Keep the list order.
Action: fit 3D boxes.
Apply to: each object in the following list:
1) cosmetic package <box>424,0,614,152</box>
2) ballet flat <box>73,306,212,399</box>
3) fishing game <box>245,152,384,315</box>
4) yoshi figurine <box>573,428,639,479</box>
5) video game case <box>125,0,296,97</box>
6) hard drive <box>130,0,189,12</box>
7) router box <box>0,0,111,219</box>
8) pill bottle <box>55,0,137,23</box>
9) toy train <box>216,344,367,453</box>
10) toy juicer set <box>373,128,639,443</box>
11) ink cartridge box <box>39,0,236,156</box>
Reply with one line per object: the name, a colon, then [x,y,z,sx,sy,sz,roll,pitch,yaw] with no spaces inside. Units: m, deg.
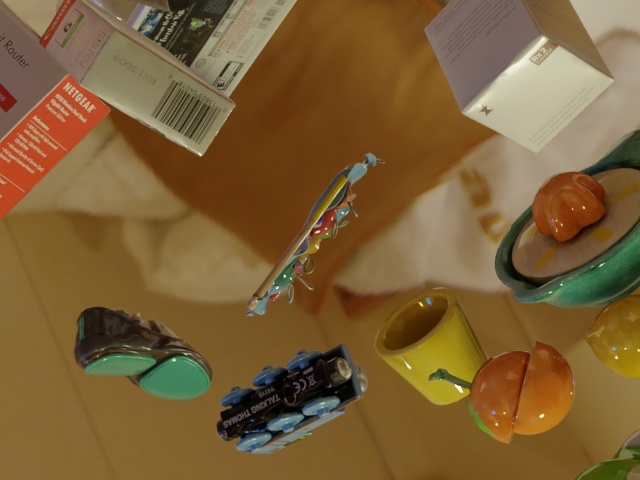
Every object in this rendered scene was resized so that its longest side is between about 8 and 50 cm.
cosmetic package: [0.260,-0.246,1.959,0.151,0.184,0.151,23,125,-36]
ballet flat: [-0.169,0.102,1.418,0.074,0.074,0.203,-31,155,17]
fishing game: [0.000,0.000,1.347,0.189,0.041,0.264,-53,177,-3]
yoshi figurine: [0.335,0.181,1.053,0.362,0.203,0.203,-7,144,-41]
video game case: [-0.135,-0.237,1.660,0.173,0.022,0.190,4,141,-37]
hard drive: [-0.154,-0.255,1.310,0.022,0.094,0.135,-17,-161,-20]
router box: [-0.384,-0.114,1.178,0.301,0.335,0.082,-44,157,-1]
pill bottle: [-0.253,-0.304,1.910,0.161,0.161,0.283,-20,177,-22]
toy train: [-0.029,0.177,1.645,0.184,0.080,0.105,-31,159,26]
toy juicer set: [0.194,0.000,0.983,0.329,0.089,0.209,-40,-159,-5]
ink cartridge box: [-0.086,-0.077,0.641,0.063,0.115,0.029,31,95,-30]
